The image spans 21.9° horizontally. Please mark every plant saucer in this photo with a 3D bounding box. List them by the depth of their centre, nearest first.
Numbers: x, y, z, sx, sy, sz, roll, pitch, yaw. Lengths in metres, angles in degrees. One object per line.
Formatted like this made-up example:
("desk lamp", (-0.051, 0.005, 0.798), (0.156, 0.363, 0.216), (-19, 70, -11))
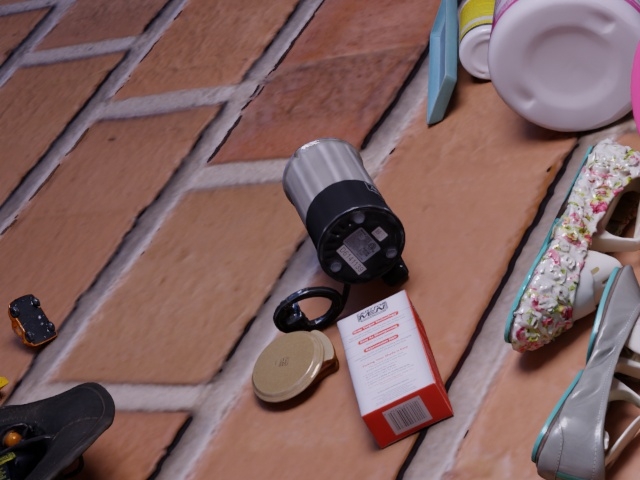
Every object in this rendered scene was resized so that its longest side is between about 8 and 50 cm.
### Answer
("plant saucer", (0.134, -0.202, 1.809), (0.018, 0.067, 0.192), (14, 37, -5))

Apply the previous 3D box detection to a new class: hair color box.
("hair color box", (0.063, 0.109, 1.432), (0.072, 0.043, 0.141), (-26, 32, 8))

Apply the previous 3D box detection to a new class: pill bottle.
("pill bottle", (0.257, -0.251, 1.672), (0.160, 0.160, 0.283), (-16, 33, 22))
("pill bottle", (0.182, -0.230, 1.797), (0.065, 0.065, 0.116), (-19, 34, 18))

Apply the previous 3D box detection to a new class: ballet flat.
("ballet flat", (0.229, 0.109, 1.289), (0.068, 0.072, 0.213), (18, 51, 17))
("ballet flat", (0.232, 0.003, 1.413), (0.077, 0.091, 0.241), (17, 54, 20))

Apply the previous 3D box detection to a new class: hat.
("hat", (-0.296, 0.255, 1.439), (0.331, 0.134, 0.331), (-21, 14, 5))

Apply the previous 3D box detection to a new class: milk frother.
("milk frother", (0.000, 0.000, 1.559), (0.143, 0.129, 0.135), (-24, 35, -2))

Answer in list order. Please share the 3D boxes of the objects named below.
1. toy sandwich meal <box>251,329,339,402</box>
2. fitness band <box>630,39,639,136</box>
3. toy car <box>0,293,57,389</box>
("toy sandwich meal", (-0.024, 0.117, 1.511), (0.085, 0.029, 0.085), (-22, 42, 22))
("fitness band", (0.385, -0.126, 1.353), (0.291, 0.209, 0.054), (6, 9, 44))
("toy car", (-0.332, 0.112, 1.751), (0.122, 0.060, 0.040), (-49, 3, -39))
